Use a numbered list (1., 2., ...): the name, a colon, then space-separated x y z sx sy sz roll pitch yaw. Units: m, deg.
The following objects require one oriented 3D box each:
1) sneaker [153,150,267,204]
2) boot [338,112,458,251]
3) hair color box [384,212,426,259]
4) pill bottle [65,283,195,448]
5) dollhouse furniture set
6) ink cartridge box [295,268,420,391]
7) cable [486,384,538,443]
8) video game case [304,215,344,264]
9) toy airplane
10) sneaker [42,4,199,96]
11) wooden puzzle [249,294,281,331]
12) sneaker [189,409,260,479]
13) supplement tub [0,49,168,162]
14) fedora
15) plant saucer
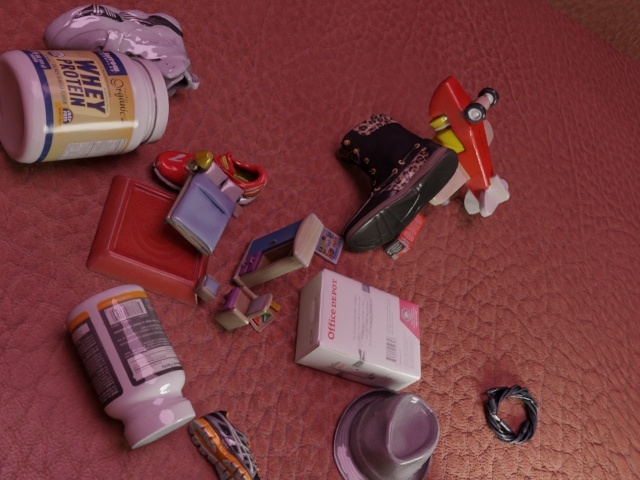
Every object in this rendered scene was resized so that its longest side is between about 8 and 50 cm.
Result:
1. sneaker: -0.255 -0.173 1.797 0.279 0.118 0.107 10 56 -31
2. boot: 0.151 -0.168 2.050 0.284 0.377 0.138 43 -5 36
3. hair color box: 0.232 -0.016 2.074 0.043 0.072 0.141 41 47 -6
4. pill bottle: -0.354 0.236 1.430 0.162 0.162 0.278 -17 73 -41
5. dollhouse furniture set: -0.187 -0.027 1.631 0.303 0.198 0.286 47 40 -25
6. ink cartridge box: 0.090 0.215 1.789 0.283 0.117 0.207 22 51 -23
7. cable: 0.511 0.454 1.981 0.184 0.047 0.150 7 58 -33
8. video game case: 0.000 0.000 1.940 0.122 0.011 0.087 32 47 -14
9. toy airplane: 0.409 -0.248 2.256 0.386 0.272 0.384 25 69 -55
10. sneaker: -0.459 -0.439 1.813 0.366 0.137 0.210 -13 67 -44
11. wooden puzzle: -0.142 0.164 1.729 0.078 0.014 0.116 44 46 -2
12. sneaker: -0.166 0.426 1.494 0.083 0.084 0.215 -27 78 -48
13. supplement tub: -0.510 -0.290 1.618 0.316 0.228 0.228 -12 69 -40
14. fedora: 0.171 0.442 1.692 0.244 0.124 0.275 51 46 4
15. plant saucer: -0.355 -0.011 1.670 0.258 0.048 0.259 23 50 -22
